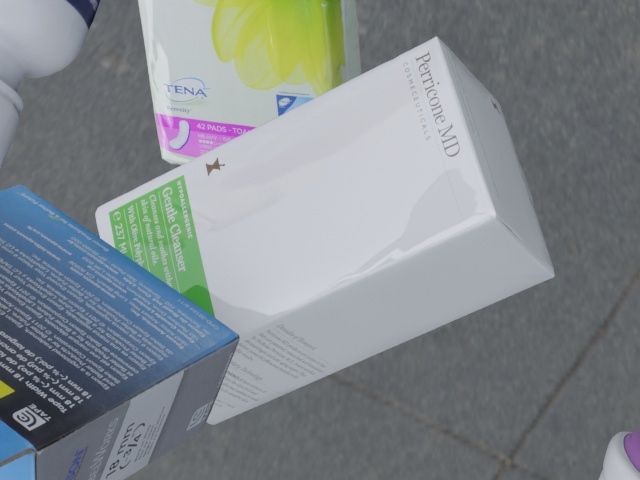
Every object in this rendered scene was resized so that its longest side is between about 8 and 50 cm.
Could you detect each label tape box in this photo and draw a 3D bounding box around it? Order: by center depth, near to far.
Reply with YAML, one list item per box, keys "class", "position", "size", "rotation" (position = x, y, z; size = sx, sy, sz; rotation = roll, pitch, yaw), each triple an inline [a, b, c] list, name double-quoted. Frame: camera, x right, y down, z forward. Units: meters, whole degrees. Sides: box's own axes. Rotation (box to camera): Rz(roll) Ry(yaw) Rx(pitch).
- class: "label tape box"
  position: [-0.250, 0.091, 1.139]
  size: [0.240, 0.333, 0.106]
  rotation: [33, 116, 18]

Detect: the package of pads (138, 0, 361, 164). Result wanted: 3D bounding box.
- class: "package of pads"
  position: [-0.077, -0.210, 1.662]
  size: [0.229, 0.101, 0.297]
  rotation: [10, 125, 20]

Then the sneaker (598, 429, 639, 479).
- class: "sneaker"
  position: [0.158, 0.206, 0.731]
  size: [0.114, 0.305, 0.152]
  rotation: [26, 107, 4]

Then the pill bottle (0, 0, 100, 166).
- class: "pill bottle"
  position: [-0.138, -0.128, 0.633]
  size: [0.112, 0.112, 0.187]
  rotation: [19, 78, -3]

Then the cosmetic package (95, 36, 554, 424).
- class: "cosmetic package"
  position: [0.000, 0.000, 1.394]
  size: [0.365, 0.197, 0.155]
  rotation: [-27, 149, 19]
